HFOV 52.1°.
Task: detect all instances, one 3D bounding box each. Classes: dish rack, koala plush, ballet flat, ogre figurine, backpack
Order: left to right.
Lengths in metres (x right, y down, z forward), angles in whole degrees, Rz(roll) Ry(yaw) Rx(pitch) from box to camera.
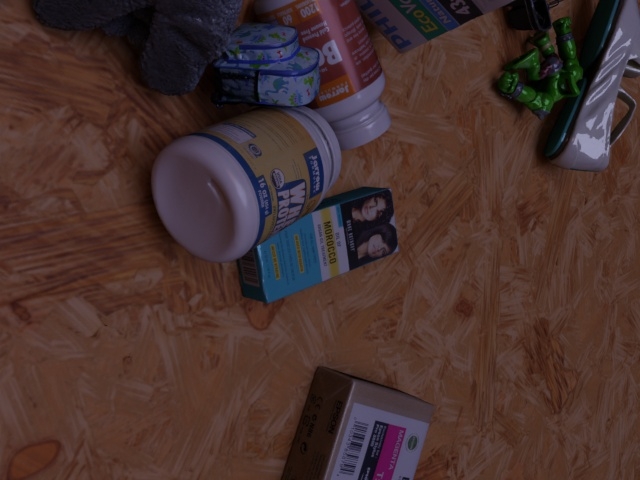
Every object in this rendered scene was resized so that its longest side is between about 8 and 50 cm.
[{"bbox_3d":[-0.150,-0.306,0.677,0.196,0.203,0.221,30,61,-31],"label":"koala plush"},{"bbox_3d":[-0.058,-0.201,0.754,0.105,0.114,0.084,-69,166,-53],"label":"backpack"},{"bbox_3d":[0.409,-0.304,1.188,0.118,0.096,0.197,52,52,-18],"label":"ogre figurine"},{"bbox_3d":[0.409,-0.514,1.176,0.271,0.074,0.208,-38,118,-30],"label":"dish rack"},{"bbox_3d":[0.560,-0.312,1.275,0.139,0.139,0.400,27,82,-38],"label":"ballet flat"}]

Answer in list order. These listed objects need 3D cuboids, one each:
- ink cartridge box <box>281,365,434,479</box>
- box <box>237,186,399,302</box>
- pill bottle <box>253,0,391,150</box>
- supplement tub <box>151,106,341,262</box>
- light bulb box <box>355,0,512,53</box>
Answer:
[{"bbox_3d":[0.052,0.326,0.971,0.193,0.088,0.235,25,79,-38],"label":"ink cartridge box"},{"bbox_3d":[0.000,0.000,0.906,0.244,0.060,0.101,-20,108,-36],"label":"box"},{"bbox_3d":[0.011,-0.232,0.849,0.121,0.121,0.216,-42,119,-28],"label":"pill bottle"},{"bbox_3d":[-0.079,-0.075,0.763,0.199,0.144,0.144,-36,117,-47],"label":"supplement tub"},{"bbox_3d":[0.130,-0.506,0.812,0.358,0.225,0.361,39,70,-23],"label":"light bulb box"}]
